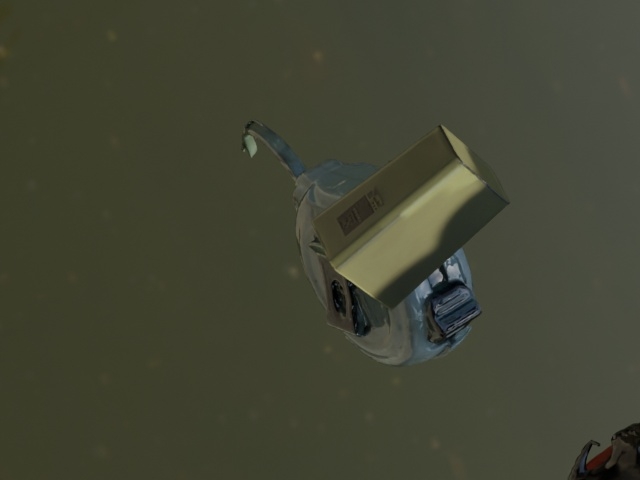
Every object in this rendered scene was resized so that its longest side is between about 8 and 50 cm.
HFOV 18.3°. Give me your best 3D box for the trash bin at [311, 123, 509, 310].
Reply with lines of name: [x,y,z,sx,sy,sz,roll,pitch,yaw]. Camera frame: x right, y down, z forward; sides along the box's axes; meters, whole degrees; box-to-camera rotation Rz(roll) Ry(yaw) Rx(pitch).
trash bin: [0.051,-0.014,1.091,0.061,0.092,0.043,37,19,-42]

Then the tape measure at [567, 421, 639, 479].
tape measure: [0.206,0.220,1.083,0.253,0.114,0.260,37,86,-28]

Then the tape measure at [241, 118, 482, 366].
tape measure: [-0.001,-0.001,1.452,0.084,0.330,0.164,-23,109,-25]
